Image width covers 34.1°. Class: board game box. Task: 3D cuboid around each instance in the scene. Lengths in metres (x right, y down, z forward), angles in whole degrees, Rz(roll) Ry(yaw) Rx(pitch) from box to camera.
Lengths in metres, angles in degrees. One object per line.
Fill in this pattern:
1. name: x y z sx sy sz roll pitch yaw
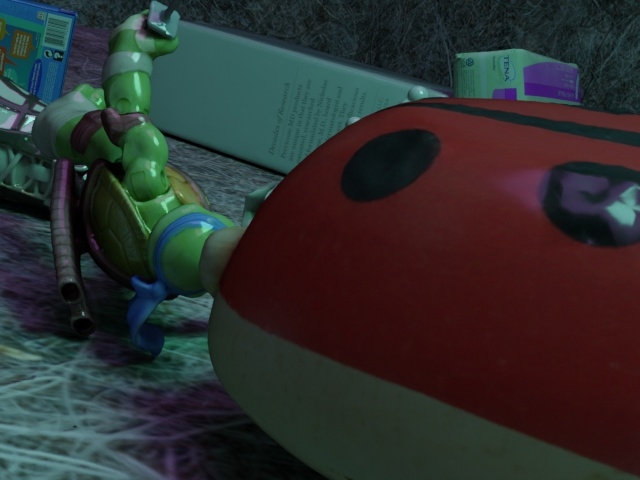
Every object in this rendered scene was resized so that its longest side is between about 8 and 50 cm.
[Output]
1. board game box: -0.360 -0.172 1.031 0.210 0.160 0.047 12 12 -16

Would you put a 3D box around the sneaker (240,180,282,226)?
1. sneaker: 0.000 0.000 0.884 0.092 0.087 0.229 2 9 -21

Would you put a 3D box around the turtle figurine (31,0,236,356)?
1. turtle figurine: -0.077 -0.057 0.713 0.198 0.274 0.266 25 -4 -32

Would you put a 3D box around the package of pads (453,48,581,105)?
1. package of pads: 0.262 -0.118 1.338 0.101 0.229 0.296 0 5 28

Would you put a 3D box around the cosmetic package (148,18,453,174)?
1. cosmetic package: -0.006 -0.178 1.448 0.453 0.161 0.230 21 14 26

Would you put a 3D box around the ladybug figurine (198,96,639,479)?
1. ladybug figurine: 0.158 0.033 0.496 0.449 0.162 0.305 10 21 6

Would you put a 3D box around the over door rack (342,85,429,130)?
1. over door rack: 0.173 -0.045 1.042 0.239 0.108 0.324 42 22 18

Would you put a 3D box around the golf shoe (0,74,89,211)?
1. golf shoe: -0.248 -0.076 0.881 0.273 0.105 0.120 5 23 -35
